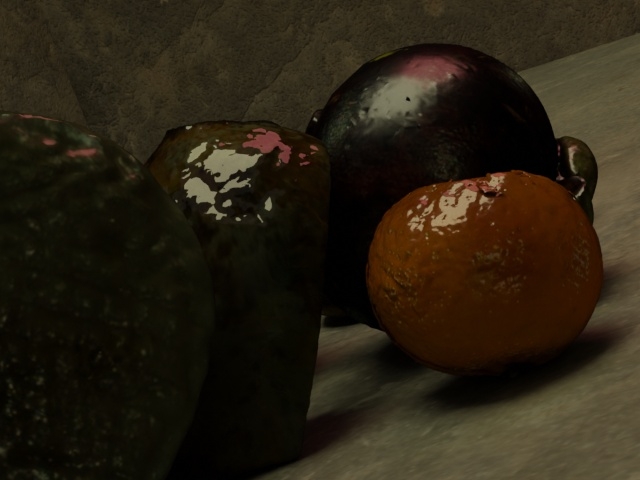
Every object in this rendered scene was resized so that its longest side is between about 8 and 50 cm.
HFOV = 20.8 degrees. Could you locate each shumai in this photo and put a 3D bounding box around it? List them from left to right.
[{"bbox_3d":[-0.298,0.094,1.399,0.323,0.324,0.397,3,67,61],"label":"shumai"}]

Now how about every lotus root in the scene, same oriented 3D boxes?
[{"bbox_3d":[-0.088,0.050,1.481,0.210,0.314,0.142,-4,-3,-1],"label":"lotus root"}]

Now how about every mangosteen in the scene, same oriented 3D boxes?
[{"bbox_3d":[0.114,-0.043,1.630,0.288,0.288,0.288,-21,9,3],"label":"mangosteen"}]

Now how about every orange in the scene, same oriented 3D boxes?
[{"bbox_3d":[0.134,0.031,1.417,0.193,0.161,0.193,-5,-19,-2],"label":"orange"}]

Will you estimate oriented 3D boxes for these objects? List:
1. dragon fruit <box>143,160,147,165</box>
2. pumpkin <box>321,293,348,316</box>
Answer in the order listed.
[{"bbox_3d":[-0.113,0.026,1.724,0.224,0.227,0.224,-43,20,20],"label":"dragon fruit"},{"bbox_3d":[0.112,-0.070,1.921,0.325,0.232,0.242,-18,6,-1],"label":"pumpkin"}]
